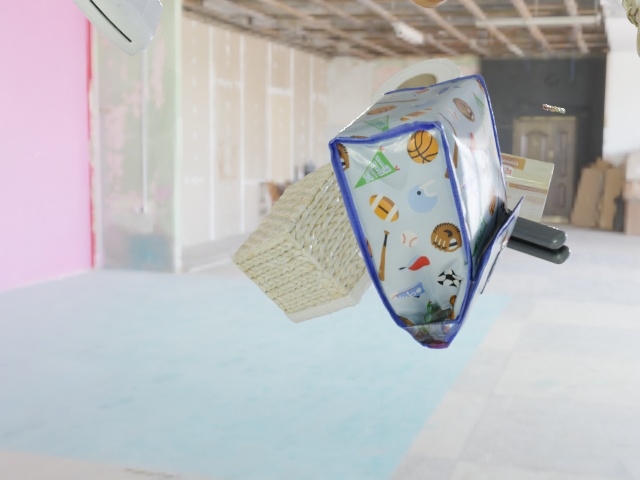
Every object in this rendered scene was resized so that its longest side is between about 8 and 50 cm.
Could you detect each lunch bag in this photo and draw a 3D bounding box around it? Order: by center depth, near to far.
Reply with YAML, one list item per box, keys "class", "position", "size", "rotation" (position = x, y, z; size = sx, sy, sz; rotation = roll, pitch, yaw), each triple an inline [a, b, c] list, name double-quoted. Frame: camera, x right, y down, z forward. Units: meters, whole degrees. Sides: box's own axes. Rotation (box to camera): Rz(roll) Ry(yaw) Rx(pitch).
- class: "lunch bag"
  position: [0.204, -0.052, 1.517]
  size: [0.239, 0.385, 0.328]
  rotation: [-6, 19, 26]

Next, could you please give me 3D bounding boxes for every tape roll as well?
- class: "tape roll"
  position: [0.291, -0.402, 2.576]
  size: [0.286, 0.100, 0.286]
  rotation: [-22, 36, 17]

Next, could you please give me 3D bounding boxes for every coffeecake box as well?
- class: "coffeecake box"
  position: [0.446, -0.120, 2.028]
  size: [0.142, 0.068, 0.185]
  rotation: [14, -19, 13]

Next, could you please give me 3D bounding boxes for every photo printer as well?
- class: "photo printer"
  position: [-0.531, -0.622, 2.304]
  size: [0.107, 0.256, 0.307]
  rotation: [-35, 28, 17]

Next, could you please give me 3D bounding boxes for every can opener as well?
- class: "can opener"
  position: [0.397, -0.028, 1.805]
  size: [0.093, 0.074, 0.280]
  rotation: [-34, 31, -18]

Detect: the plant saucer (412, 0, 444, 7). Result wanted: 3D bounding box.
- class: "plant saucer"
  position: [0.331, -0.760, 2.535]
  size: [0.200, 0.200, 0.037]
  rotation: [-5, 28, -35]

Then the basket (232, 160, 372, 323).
- class: "basket"
  position: [0.000, 0.000, 2.327]
  size: [0.331, 0.266, 0.328]
  rotation: [-26, 24, 56]

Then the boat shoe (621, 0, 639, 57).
- class: "boat shoe"
  position: [0.632, -0.444, 1.697]
  size: [0.098, 0.302, 0.109]
  rotation: [-3, -39, 36]

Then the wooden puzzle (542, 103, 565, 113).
- class: "wooden puzzle"
  position: [0.523, -0.295, 1.992]
  size: [0.049, 0.006, 0.083]
  rotation: [15, 18, 10]
